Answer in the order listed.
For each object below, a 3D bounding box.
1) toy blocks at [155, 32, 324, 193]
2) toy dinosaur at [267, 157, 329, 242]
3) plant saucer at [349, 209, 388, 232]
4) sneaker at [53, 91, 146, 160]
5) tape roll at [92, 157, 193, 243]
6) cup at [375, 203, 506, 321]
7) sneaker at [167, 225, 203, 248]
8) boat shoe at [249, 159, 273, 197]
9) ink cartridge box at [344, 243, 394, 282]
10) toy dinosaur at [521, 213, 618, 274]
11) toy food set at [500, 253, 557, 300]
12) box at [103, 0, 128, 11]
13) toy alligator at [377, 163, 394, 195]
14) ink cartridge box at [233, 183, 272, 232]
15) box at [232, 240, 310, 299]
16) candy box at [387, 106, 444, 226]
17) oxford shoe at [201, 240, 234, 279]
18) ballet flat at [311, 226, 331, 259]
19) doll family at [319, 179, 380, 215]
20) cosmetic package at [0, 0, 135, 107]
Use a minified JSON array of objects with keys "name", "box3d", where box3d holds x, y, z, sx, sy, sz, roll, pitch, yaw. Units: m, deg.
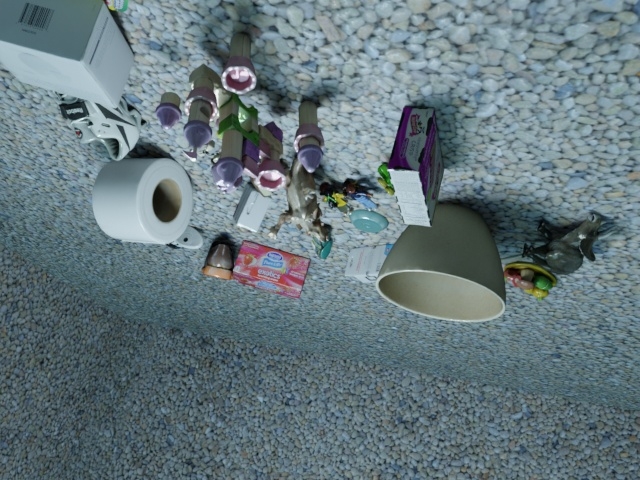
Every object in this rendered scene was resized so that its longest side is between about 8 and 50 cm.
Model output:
[{"name":"toy blocks","box3d":[-0.181,-0.190,1.247,0.309,0.260,0.288,-26,138,28]},{"name":"toy dinosaur","box3d":[-0.050,-0.120,1.577,0.127,0.200,0.296,6,113,12]},{"name":"plant saucer","box3d":[0.139,-0.051,1.766,0.119,0.021,0.119,14,157,6]},{"name":"sneaker","box3d":[-0.565,-0.319,1.463,0.122,0.146,0.330,1,152,34]},{"name":"tape roll","box3d":[-0.509,-0.117,1.752,0.169,0.246,0.246,3,154,25]},{"name":"cup","box3d":[0.331,0.045,1.587,0.331,0.237,0.331,14,157,6]},{"name":"sneaker","box3d":[-0.507,-0.005,2.231,0.217,0.079,0.121,17,162,19]},{"name":"boat shoe","box3d":[-0.161,-0.217,1.529,0.095,0.095,0.257,-27,145,8]},{"name":"ink cartridge box","box3d":[0.172,0.075,1.927,0.180,0.104,0.060,-6,150,43]},{"name":"toy dinosaur","box3d":[0.608,0.040,1.550,0.160,0.121,0.313,26,155,11]},{"name":"toy food set","box3d":[0.609,0.124,1.797,0.218,0.071,0.128,32,152,-33]},{"name":"box","box3d":[-0.433,-0.495,1.105,0.179,0.043,0.105,24,155,-14]},{"name":"toy alligator","box3d":[0.185,-0.142,1.502,0.189,0.056,0.051,40,-171,-46]},{"name":"ink cartridge box","box3d":[-0.193,-0.093,1.699,0.063,0.109,0.150,23,-174,-17]},{"name":"box","box3d":[-0.179,0.108,2.194,0.257,0.128,0.122,16,157,0]},{"name":"candy box","box3d":[0.212,-0.154,1.312,0.071,0.159,0.233,8,157,20]},{"name":"oxford shoe","box3d":[-0.369,0.073,2.270,0.130,0.133,0.363,13,176,-12]},{"name":"ballet flat","box3d":[0.000,0.000,1.939,0.070,0.070,0.188,14,155,5]},{"name":"doll family","box3d":[0.068,-0.119,1.603,0.193,0.076,0.111,-12,140,39]},{"name":"cosmetic package","box3d":[-0.528,-0.396,1.221,0.224,0.138,0.225,16,169,0]}]
